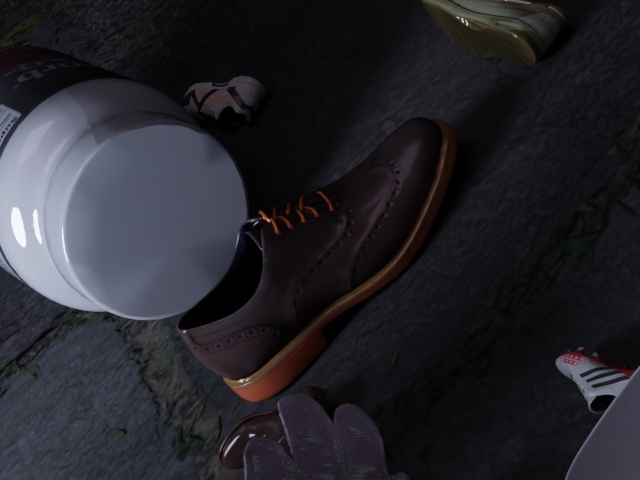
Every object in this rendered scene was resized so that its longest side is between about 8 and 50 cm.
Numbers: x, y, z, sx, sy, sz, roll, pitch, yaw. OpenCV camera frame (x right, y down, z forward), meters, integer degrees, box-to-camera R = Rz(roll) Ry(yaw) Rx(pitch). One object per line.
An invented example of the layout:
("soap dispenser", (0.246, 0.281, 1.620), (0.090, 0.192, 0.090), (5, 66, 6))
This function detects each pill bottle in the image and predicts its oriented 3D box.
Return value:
("pill bottle", (-0.218, -0.053, 1.731), (0.210, 0.210, 0.363), (-54, 31, -7))

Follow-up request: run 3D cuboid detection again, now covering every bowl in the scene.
("bowl", (0.223, 0.127, 1.107), (0.142, 0.053, 0.142), (-53, 31, -5))

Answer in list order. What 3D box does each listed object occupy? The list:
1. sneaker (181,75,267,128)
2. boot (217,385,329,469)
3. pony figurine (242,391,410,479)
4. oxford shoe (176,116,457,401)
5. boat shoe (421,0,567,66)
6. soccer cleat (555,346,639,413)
("sneaker", (-0.099, -0.127, 1.824), (0.109, 0.040, 0.044), (-11, 50, 48))
("boot", (-0.030, 0.174, 1.410), (0.106, 0.037, 0.114), (-39, 37, 22))
("pony figurine", (-0.090, 0.283, 1.013), (0.302, 0.351, 0.363), (-8, 6, 7))
("oxford shoe", (0.000, 0.000, 1.494), (0.271, 0.098, 0.097), (-51, 30, -1))
("boat shoe", (0.140, -0.183, 1.561), (0.048, 0.056, 0.153), (-45, 31, -11))
("soccer cleat", (0.177, 0.093, 1.230), (0.083, 0.029, 0.035), (16, 65, 53))
